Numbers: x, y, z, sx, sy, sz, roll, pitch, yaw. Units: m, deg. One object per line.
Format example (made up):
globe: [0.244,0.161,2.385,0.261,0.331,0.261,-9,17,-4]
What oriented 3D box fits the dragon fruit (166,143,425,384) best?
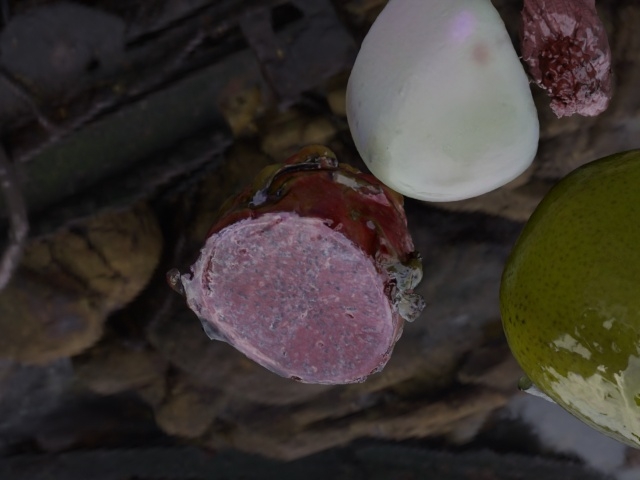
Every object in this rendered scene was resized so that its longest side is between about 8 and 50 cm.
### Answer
dragon fruit: [0.000,0.000,1.764,0.314,0.263,0.296,28,131,4]

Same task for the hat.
hat: [0.288,-0.237,1.622,0.107,0.286,0.236,-25,119,25]

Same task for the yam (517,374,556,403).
yam: [0.323,0.209,1.866,0.129,0.027,0.033,21,129,-39]

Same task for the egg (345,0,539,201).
egg: [0.112,-0.142,1.444,0.162,0.206,0.271,-28,135,-14]

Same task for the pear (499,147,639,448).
pear: [0.301,0.046,1.184,0.294,0.294,0.294,-14,148,-9]
